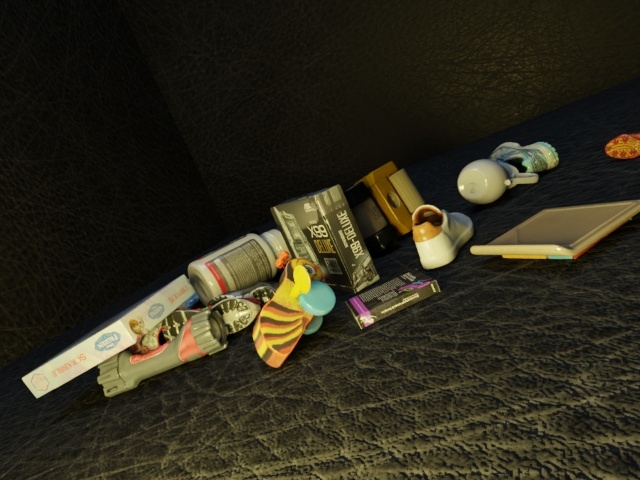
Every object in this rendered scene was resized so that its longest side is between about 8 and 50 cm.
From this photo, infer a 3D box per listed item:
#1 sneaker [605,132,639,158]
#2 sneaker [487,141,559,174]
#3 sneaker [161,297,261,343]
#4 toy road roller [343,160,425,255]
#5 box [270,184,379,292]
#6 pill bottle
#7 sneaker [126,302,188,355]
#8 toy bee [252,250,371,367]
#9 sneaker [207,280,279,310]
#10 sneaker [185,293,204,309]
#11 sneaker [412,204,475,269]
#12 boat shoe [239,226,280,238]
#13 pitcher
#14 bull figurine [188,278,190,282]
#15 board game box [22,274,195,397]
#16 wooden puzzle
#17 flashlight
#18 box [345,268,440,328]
[{"bbox_3d":[0.797,-0.238,1.191,0.175,0.064,0.068,-9,-3,42],"label":"sneaker"},{"bbox_3d":[0.601,-0.246,1.541,0.122,0.110,0.283,-30,10,-14],"label":"sneaker"},{"bbox_3d":[-0.275,0.211,1.248,0.279,0.107,0.118,-15,-3,19],"label":"sneaker"},{"bbox_3d":[0.138,-0.073,1.466,0.241,0.202,0.330,-31,2,46],"label":"toy road roller"},{"bbox_3d":[0.000,0.000,1.227,0.077,0.242,0.307,-28,10,-23],"label":"box"},{"bbox_3d":[-0.255,0.084,1.600,0.319,0.176,0.176,-30,11,-31],"label":"pill bottle"},{"bbox_3d":[-0.422,0.244,1.391,0.145,0.090,0.270,-18,14,27],"label":"sneaker"},{"bbox_3d":[-0.050,0.107,0.966,0.195,0.162,0.298,-56,-13,25],"label":"toy bee"},{"bbox_3d":[-0.198,0.162,1.339,0.235,0.078,0.106,-16,9,25],"label":"sneaker"},{"bbox_3d":[-0.434,0.228,1.656,0.162,0.063,0.073,-32,29,-22],"label":"sneaker"},{"bbox_3d":[0.282,-0.041,1.127,0.106,0.123,0.290,-22,8,27],"label":"sneaker"},{"bbox_3d":[-0.279,0.037,2.014,0.501,0.155,0.187,-23,11,15],"label":"boat shoe"},{"bbox_3d":[0.499,-0.170,1.375,0.178,0.125,0.207,6,17,43],"label":"pitcher"},{"bbox_3d":[-0.410,0.157,1.816,0.189,0.101,0.310,-29,10,-17],"label":"bull figurine"},{"bbox_3d":[-0.517,0.231,1.235,0.318,0.065,0.318,-30,8,17],"label":"board game box"},{"bbox_3d":[0.427,-0.014,0.871,0.239,0.044,0.221,-22,8,-21],"label":"wooden puzzle"},{"bbox_3d":[-0.368,0.255,1.133,0.304,0.103,0.103,-22,10,9],"label":"flashlight"},{"bbox_3d":[0.134,0.108,0.934,0.162,0.029,0.116,-26,10,-3],"label":"box"}]
